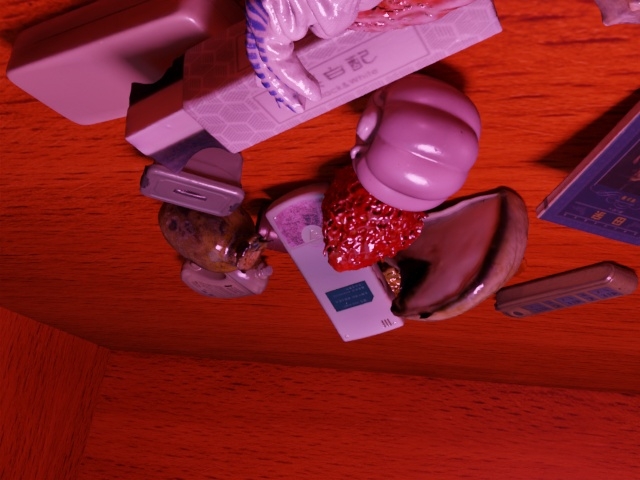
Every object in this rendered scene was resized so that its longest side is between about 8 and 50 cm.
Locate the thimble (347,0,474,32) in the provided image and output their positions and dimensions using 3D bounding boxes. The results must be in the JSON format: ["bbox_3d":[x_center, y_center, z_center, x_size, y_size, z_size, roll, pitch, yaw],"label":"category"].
[{"bbox_3d":[0.036,-0.284,0.483,0.239,0.162,0.239,7,162,2],"label":"thimble"}]

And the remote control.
[{"bbox_3d":[0.032,0.048,1.236,0.145,0.050,0.344,-19,116,24],"label":"remote control"}]

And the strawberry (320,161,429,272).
[{"bbox_3d":[0.080,-0.035,1.070,0.184,0.201,0.187,36,170,-17],"label":"strawberry"}]

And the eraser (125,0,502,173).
[{"bbox_3d":[-0.023,-0.195,0.677,0.404,0.098,0.096,-20,146,22],"label":"eraser"}]

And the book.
[{"bbox_3d":[0.453,-0.096,0.870,0.191,0.025,0.269,14,139,-15],"label":"book"}]

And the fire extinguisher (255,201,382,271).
[{"bbox_3d":[0.000,0.000,1.305,0.269,0.105,0.105,13,159,-11],"label":"fire extinguisher"}]

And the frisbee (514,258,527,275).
[{"bbox_3d":[0.361,0.061,1.421,0.192,0.035,0.192,7,160,3],"label":"frisbee"}]

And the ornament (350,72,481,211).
[{"bbox_3d":[0.115,-0.131,0.831,0.177,0.177,0.177,7,159,3],"label":"ornament"}]

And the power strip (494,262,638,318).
[{"bbox_3d":[0.541,0.126,1.478,0.092,0.066,0.387,21,157,-23],"label":"power strip"}]

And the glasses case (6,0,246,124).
[{"bbox_3d":[-0.245,-0.238,0.822,0.336,0.076,0.144,-4,155,30],"label":"glasses case"}]

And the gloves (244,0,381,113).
[{"bbox_3d":[0.001,-0.168,0.443,0.097,0.119,0.229,53,147,3],"label":"gloves"}]

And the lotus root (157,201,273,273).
[{"bbox_3d":[-0.198,-0.008,1.221,0.278,0.154,0.154,25,170,32],"label":"lotus root"}]

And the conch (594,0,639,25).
[{"bbox_3d":[0.275,-0.274,0.430,0.291,0.159,0.210,-30,162,-3],"label":"conch"}]

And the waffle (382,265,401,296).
[{"bbox_3d":[0.245,0.116,1.585,0.291,0.051,0.291,9,159,3],"label":"waffle"}]

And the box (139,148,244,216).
[{"bbox_3d":[-0.216,-0.117,1.103,0.172,0.093,0.124,16,157,-20],"label":"box"}]

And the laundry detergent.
[{"bbox_3d":[-0.228,0.085,1.636,0.253,0.091,0.181,-8,148,37],"label":"laundry detergent"}]

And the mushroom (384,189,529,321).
[{"bbox_3d":[0.253,0.054,1.190,0.292,0.217,0.212,-8,158,36],"label":"mushroom"}]
